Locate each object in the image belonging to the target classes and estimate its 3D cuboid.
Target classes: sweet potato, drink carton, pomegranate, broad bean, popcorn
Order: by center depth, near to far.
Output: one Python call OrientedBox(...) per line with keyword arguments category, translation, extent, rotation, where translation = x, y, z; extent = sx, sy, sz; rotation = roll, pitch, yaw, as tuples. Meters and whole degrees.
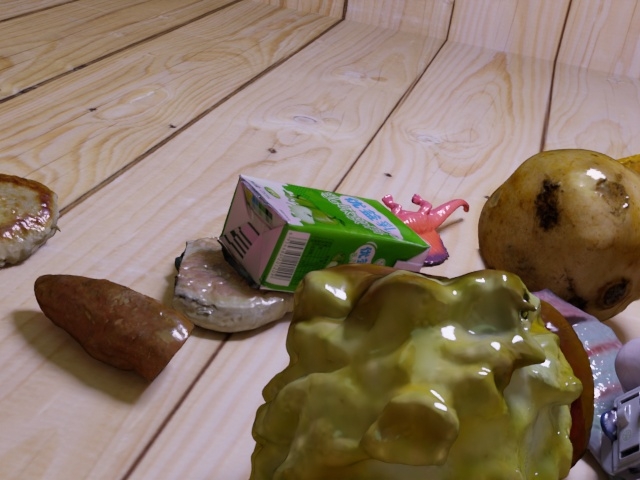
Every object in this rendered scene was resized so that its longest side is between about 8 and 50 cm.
OrientedBox(category="popcorn", translation=(0.074, 0.168, 0.794), extent=(0.312, 0.312, 0.312), rotation=(7, 26, -4))
OrientedBox(category="broad bean", translation=(0.222, 0.168, 0.980), extent=(0.156, 0.122, 0.228), rotation=(4, 52, 5))
OrientedBox(category="sweet potato", translation=(-0.256, 0.097, 1.071), extent=(0.252, 0.097, 0.097), rotation=(18, 26, 28))
OrientedBox(category="drink carton", translation=(0.000, 0.000, 1.262), extent=(0.271, 0.108, 0.161), rotation=(9, 24, -36))
OrientedBox(category="pomegranate", translation=(0.362, -0.005, 1.273), extent=(0.260, 0.260, 0.260), rotation=(7, 26, -4))

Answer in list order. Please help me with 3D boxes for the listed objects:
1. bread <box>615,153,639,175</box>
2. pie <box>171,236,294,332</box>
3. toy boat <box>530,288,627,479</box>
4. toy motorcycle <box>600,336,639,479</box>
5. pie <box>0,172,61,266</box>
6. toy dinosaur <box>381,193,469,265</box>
OrientedBox(category="bread", translation=(0.597, -0.090, 1.592), extent=(0.268, 0.145, 0.268), rotation=(-10, 1, 0))
OrientedBox(category="pie", translation=(-0.115, 0.058, 1.229), extent=(0.185, 0.052, 0.218), rotation=(6, 24, -3))
OrientedBox(category="toy boat", translation=(0.319, 0.182, 1.079), extent=(0.206, 0.096, 0.282), rotation=(-13, 41, -23))
OrientedBox(category="toy motorcycle", translation=(0.366, 0.218, 0.961), extent=(0.112, 0.112, 0.254), rotation=(12, 49, 6))
OrientedBox(category="pie", translation=(-0.478, -0.039, 1.273), extent=(0.205, 0.084, 0.179), rotation=(26, 30, 25))
OrientedBox(category="toy dinosaur", translation=(0.183, -0.013, 1.478), extent=(0.286, 0.070, 0.139), rotation=(-6, 39, -34))
